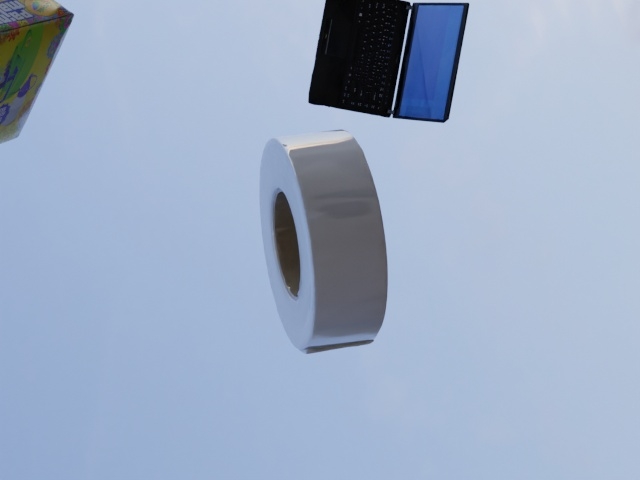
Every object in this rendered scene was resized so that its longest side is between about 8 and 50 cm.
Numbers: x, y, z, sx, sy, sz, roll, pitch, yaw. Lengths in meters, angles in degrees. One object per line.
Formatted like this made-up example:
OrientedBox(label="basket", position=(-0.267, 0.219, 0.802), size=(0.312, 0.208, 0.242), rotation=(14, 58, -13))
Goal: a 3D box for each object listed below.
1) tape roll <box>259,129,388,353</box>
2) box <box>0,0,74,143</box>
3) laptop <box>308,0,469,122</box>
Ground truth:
OrientedBox(label="tape roll", position=(0.000, 0.000, 1.845), size=(0.100, 0.286, 0.286), rotation=(-8, -101, -15))
OrientedBox(label="box", position=(-0.470, -0.224, 1.485), size=(0.279, 0.177, 0.290), rotation=(35, -155, 9))
OrientedBox(label="laptop", position=(0.127, -0.358, 2.705), size=(0.136, 0.264, 0.234), rotation=(-160, 81, -86))
